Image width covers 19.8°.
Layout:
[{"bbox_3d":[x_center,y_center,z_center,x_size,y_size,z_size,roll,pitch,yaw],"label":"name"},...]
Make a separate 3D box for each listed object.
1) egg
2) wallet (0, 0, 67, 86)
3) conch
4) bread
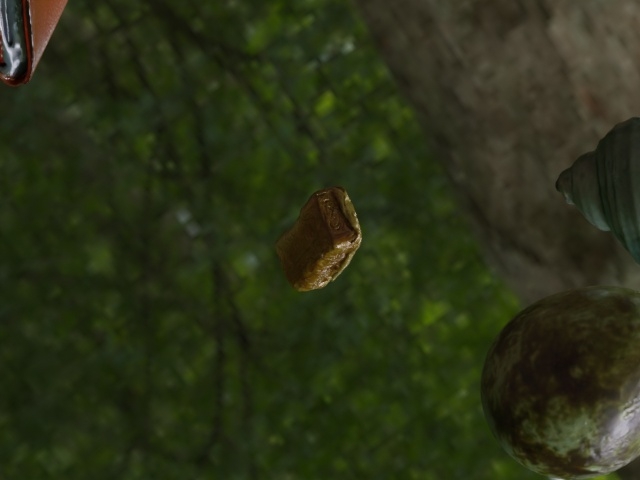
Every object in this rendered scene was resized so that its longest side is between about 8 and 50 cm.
[{"bbox_3d":[0.341,0.178,2.346,0.289,0.238,0.238,-37,-166,34],"label":"egg"},{"bbox_3d":[-0.251,-0.250,1.622,0.045,0.142,0.204,7,-141,5],"label":"wallet"},{"bbox_3d":[0.333,-0.049,1.568,0.277,0.195,0.220,6,-129,31],"label":"conch"},{"bbox_3d":[0.000,0.000,1.864,0.053,0.074,0.132,-15,159,-27],"label":"bread"}]
